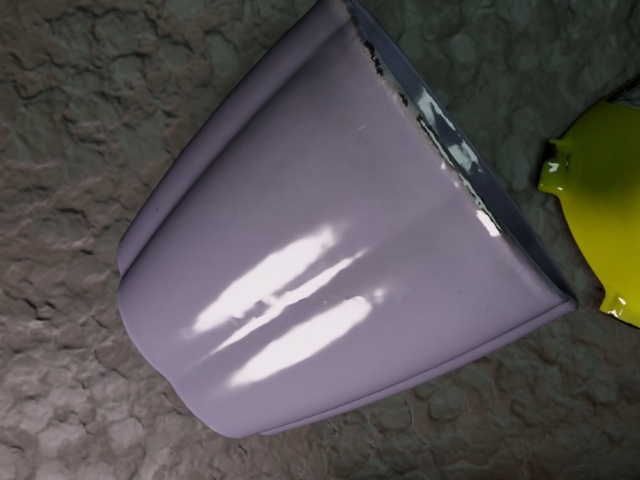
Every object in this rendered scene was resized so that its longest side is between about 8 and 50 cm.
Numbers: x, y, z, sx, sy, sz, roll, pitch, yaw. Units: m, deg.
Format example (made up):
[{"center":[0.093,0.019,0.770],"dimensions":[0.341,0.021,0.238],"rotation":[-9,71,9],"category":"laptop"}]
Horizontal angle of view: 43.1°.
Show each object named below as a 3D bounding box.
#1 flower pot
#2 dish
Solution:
[{"center":[0.000,0.000,0.558],"dimensions":[0.243,0.265,0.265],"rotation":[-34,97,13],"category":"flower pot"},{"center":[0.316,-0.050,0.613],"dimensions":[0.262,0.108,0.221],"rotation":[-26,90,2],"category":"dish"}]
